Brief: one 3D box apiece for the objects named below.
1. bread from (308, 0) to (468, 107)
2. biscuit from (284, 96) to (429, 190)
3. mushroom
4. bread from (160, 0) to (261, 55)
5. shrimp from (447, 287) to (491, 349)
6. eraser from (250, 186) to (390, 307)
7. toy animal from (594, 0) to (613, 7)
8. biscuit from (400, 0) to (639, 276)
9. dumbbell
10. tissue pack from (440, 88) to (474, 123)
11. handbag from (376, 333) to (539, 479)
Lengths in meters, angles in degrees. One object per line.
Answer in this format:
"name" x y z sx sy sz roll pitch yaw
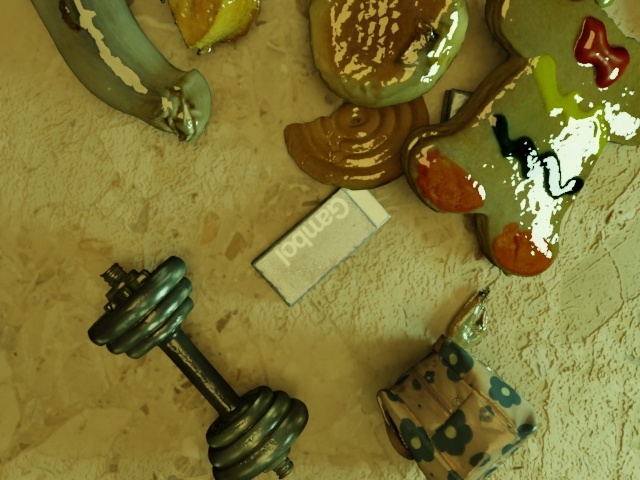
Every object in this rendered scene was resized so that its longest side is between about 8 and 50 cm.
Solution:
"bread" 0.100 -0.313 1.480 0.244 0.134 0.244 0 93 8
"biscuit" 0.062 -0.146 1.526 0.224 0.033 0.144 -14 69 -1
"mushroom" -0.304 -0.310 1.461 0.177 0.126 0.397 -28 93 -9
"bread" -0.160 -0.392 1.433 0.139 0.143 0.229 -12 108 39
"shrimp" 0.245 0.126 1.595 0.059 0.023 0.108 38 90 -16
"eraser" 0.000 0.000 1.549 0.212 0.046 0.092 -42 96 0
"toy animal" 0.415 -0.432 1.489 0.363 0.181 0.180 -15 87 -5
"biscuit" 0.319 -0.171 1.489 0.368 0.076 0.394 38 91 -29
"dumbbell" -0.178 0.194 1.486 0.179 0.179 0.406 -40 98 -1
"tissue pack" 0.239 -0.150 1.556 0.112 0.051 0.156 8 94 -8
"handbag" 0.194 0.256 1.494 0.190 0.251 0.193 -40 80 -1
